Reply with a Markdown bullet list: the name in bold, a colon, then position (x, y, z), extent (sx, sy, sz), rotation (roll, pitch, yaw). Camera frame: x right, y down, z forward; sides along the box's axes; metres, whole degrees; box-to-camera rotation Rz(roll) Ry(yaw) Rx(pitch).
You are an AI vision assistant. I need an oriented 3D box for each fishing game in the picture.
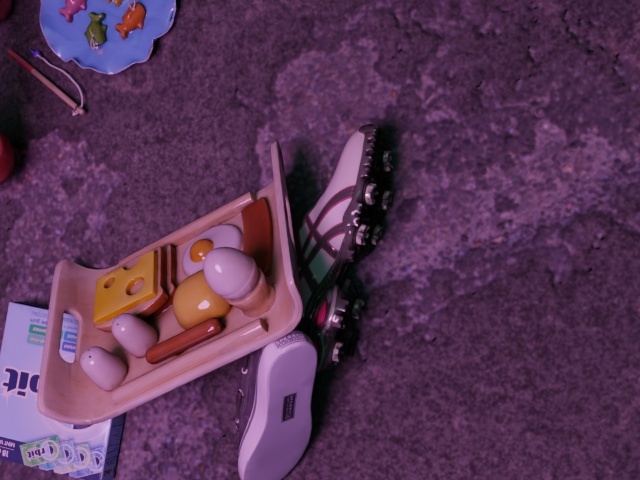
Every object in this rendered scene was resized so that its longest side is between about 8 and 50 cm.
- **fishing game**: position (-0.259, -0.288, 1.103), extent (0.189, 0.041, 0.264), rotation (40, 97, 15)

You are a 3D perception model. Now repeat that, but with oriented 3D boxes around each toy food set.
- **toy food set**: position (-0.160, 0.038, 0.967), extent (0.306, 0.092, 0.220), rotation (-26, 42, 15)

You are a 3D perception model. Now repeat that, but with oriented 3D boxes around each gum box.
- **gum box**: position (-0.304, 0.176, 1.087), extent (0.157, 0.041, 0.184), rotation (9, 88, 14)

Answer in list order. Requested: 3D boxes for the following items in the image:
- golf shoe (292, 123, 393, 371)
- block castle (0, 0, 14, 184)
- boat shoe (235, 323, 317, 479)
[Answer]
- **golf shoe**: position (0.000, 0.000, 0.994), extent (0.120, 0.105, 0.273), rotation (16, 91, 19)
- **block castle**: position (-0.588, -0.203, 1.039), extent (0.453, 0.213, 0.303), rotation (-3, 76, -9)
- **boat shoe**: position (-0.058, 0.169, 0.982), extent (0.076, 0.080, 0.228), rotation (50, 145, 41)
